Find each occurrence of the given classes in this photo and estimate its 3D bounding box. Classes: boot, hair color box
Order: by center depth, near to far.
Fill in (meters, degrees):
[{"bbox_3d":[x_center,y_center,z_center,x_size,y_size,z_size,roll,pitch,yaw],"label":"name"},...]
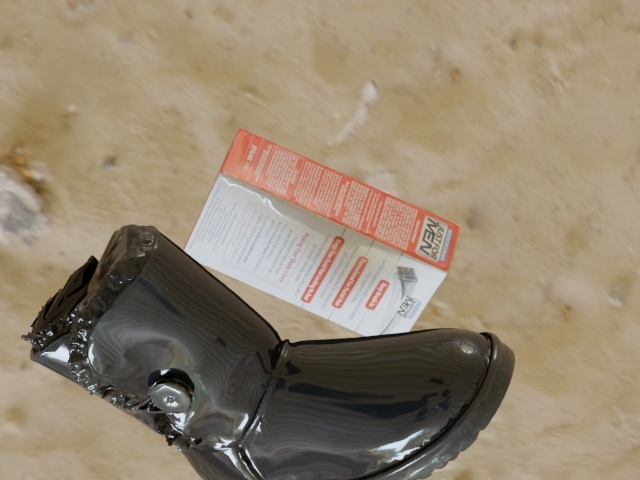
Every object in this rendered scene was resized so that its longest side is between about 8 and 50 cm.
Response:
[{"bbox_3d":[-0.037,0.068,1.056,0.246,0.207,0.094,-27,31,39],"label":"boot"},{"bbox_3d":[0.000,0.000,1.218,0.167,0.093,0.053,25,46,-4],"label":"hair color box"}]
